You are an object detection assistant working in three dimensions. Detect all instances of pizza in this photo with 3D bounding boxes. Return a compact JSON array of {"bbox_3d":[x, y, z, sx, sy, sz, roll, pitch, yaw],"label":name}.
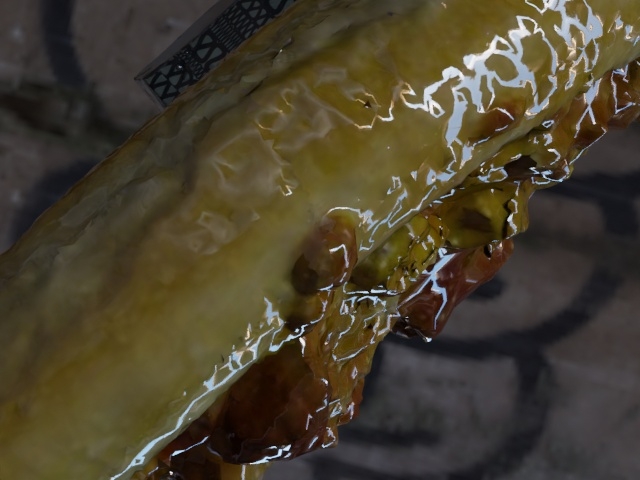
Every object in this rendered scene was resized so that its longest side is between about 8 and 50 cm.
[{"bbox_3d":[0.000,0.000,0.500,0.335,0.086,0.226,-42,174,-21],"label":"pizza"}]

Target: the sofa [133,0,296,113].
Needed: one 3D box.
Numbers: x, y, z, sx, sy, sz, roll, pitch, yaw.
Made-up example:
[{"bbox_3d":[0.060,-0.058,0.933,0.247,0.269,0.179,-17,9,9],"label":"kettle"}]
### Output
[{"bbox_3d":[-0.056,-0.121,1.114,0.118,0.039,0.060,-42,-165,-5],"label":"sofa"}]
